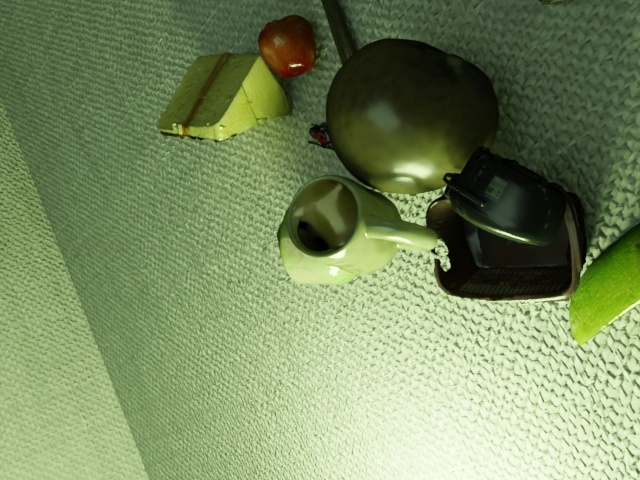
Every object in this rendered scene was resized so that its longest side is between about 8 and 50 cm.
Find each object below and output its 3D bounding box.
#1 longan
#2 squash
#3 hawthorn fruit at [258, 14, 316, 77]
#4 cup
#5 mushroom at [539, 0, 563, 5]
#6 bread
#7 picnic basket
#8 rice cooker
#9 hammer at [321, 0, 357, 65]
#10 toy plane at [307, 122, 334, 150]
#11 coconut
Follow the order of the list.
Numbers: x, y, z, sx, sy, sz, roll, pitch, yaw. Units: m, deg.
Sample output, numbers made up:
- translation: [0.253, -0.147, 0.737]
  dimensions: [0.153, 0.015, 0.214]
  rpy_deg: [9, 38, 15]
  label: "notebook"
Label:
- translation: [0.166, -0.230, 1.207]
  dimensions: [0.319, 0.319, 0.319]
  rpy_deg: [12, 108, 41]
  label: "longan"
- translation: [0.537, 0.052, 1.111]
  dimensions: [0.111, 0.203, 0.288]
  rpy_deg: [53, 165, 20]
  label: "squash"
- translation: [-0.074, -0.446, 1.501]
  dimensions: [0.133, 0.133, 0.138]
  rpy_deg: [-30, 88, 43]
  label: "hawthorn fruit"
- translation: [0.090, -0.038, 1.243]
  dimensions: [0.255, 0.202, 0.173]
  rpy_deg: [-18, 71, 28]
  label: "cup"
- translation: [0.397, -0.435, 1.106]
  dimensions: [0.085, 0.085, 0.079]
  rpy_deg: [46, 162, 26]
  label: "mushroom"
- translation: [-0.243, -0.311, 1.598]
  dimensions: [0.263, 0.236, 0.198]
  rpy_deg: [13, 153, 42]
  label: "bread"
- translation: [0.358, 0.000, 1.198]
  dimensions: [0.297, 0.129, 0.222]
  rpy_deg: [-4, 98, 44]
  label: "picnic basket"
- translation: [0.299, -0.070, 1.049]
  dimensions: [0.203, 0.142, 0.118]
  rpy_deg: [35, 111, 29]
  label: "rice cooker"
- translation: [0.048, -0.455, 1.443]
  dimensions: [0.168, 0.044, 0.440]
  rpy_deg: [-22, 85, 45]
  label: "hammer"
- translation: [0.019, -0.242, 1.525]
  dimensions: [0.145, 0.037, 0.060]
  rpy_deg: [24, 119, 39]
  label: "toy plane"
- translation: [0.000, 0.000, 1.485]
  dimensions: [0.236, 0.204, 0.236]
  rpy_deg: [14, 122, 23]
  label: "coconut"
